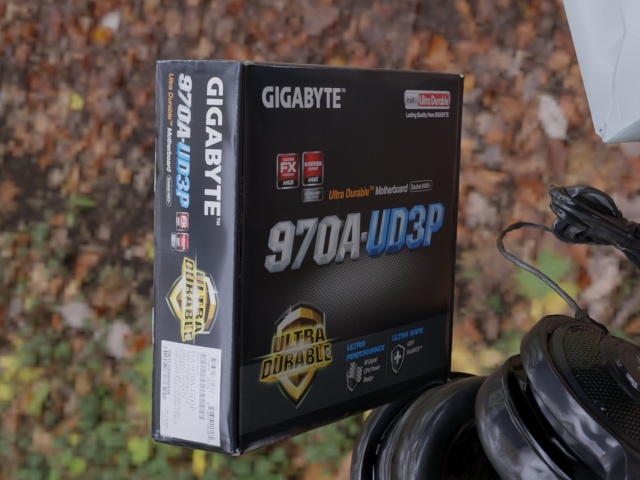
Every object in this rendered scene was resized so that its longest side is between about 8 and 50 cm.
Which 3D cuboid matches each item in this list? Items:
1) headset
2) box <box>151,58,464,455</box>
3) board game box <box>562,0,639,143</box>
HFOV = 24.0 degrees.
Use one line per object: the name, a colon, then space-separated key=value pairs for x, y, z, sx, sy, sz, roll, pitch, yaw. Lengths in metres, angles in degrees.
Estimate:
headset: x=0.148 y=0.137 z=0.927 sx=0.243 sy=0.185 sz=0.394 roll=-32 pitch=37 yaw=50
box: x=0.000 y=0.000 z=0.751 sx=0.051 sy=0.220 sz=0.175 roll=5 pitch=96 yaw=31
board game box: x=0.269 y=-0.169 z=0.785 sx=0.097 sy=0.303 sz=0.224 roll=139 pitch=124 yaw=-60
